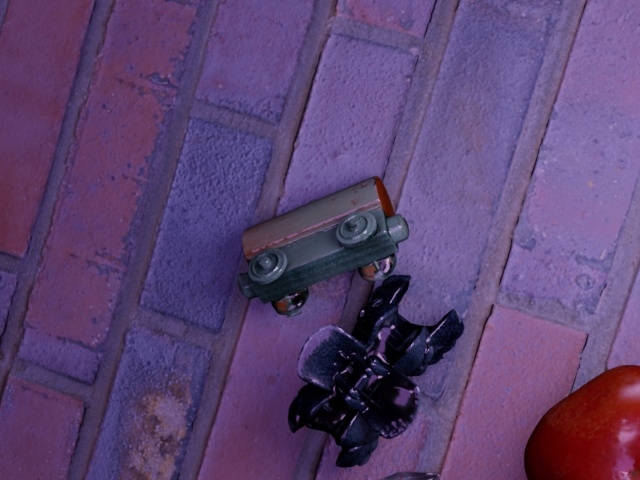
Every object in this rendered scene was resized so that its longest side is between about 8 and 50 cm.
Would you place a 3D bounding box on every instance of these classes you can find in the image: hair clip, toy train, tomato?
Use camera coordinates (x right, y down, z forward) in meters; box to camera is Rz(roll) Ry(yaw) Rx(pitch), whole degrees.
[{"bbox_3d":[0.071,0.200,1.730,0.194,0.206,0.310,35,97,8],"label":"hair clip"},{"bbox_3d":[0.000,0.000,1.789,0.285,0.116,0.177,-23,43,15],"label":"toy train"},{"bbox_3d":[0.453,0.344,1.587,0.293,0.290,0.325,-33,67,13],"label":"tomato"}]

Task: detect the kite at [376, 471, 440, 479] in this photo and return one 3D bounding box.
[{"bbox_3d":[0.107,0.446,1.728,0.141,0.245,0.015,-18,120,26],"label":"kite"}]
